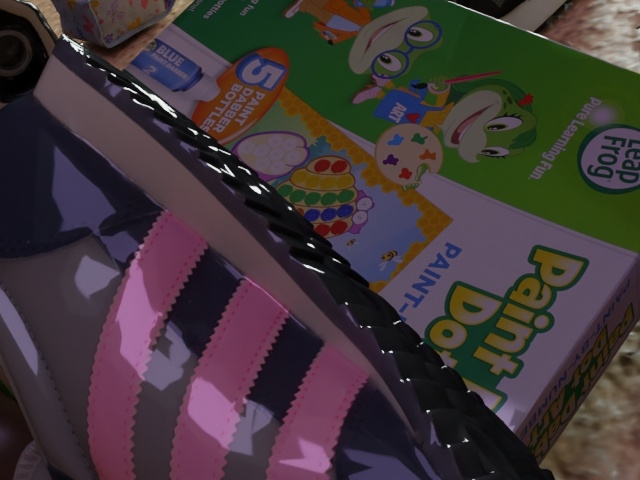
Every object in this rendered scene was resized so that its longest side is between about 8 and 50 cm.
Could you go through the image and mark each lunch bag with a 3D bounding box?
[{"bbox_3d":[-0.159,-0.191,0.993,0.083,0.053,0.071,-32,33,-27],"label":"lunch bag"}]

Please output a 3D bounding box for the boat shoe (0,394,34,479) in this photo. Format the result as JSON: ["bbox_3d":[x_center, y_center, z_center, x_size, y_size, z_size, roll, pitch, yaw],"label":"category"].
[{"bbox_3d":[-0.178,0.081,0.579,0.257,0.095,0.095,6,45,40],"label":"boat shoe"}]

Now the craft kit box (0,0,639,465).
[{"bbox_3d":[0.000,0.000,0.521,0.247,0.061,0.250,28,63,25],"label":"craft kit box"}]

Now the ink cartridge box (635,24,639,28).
[{"bbox_3d":[0.288,-0.139,0.590,0.189,0.097,0.255,-32,-1,-9],"label":"ink cartridge box"}]

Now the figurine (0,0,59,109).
[{"bbox_3d":[-0.312,-0.123,0.984,0.215,0.092,0.209,-31,25,-7],"label":"figurine"}]

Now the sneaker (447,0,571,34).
[{"bbox_3d":[0.074,-0.170,0.735,0.107,0.124,0.283,3,42,37],"label":"sneaker"}]

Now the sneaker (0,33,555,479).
[{"bbox_3d":[-0.019,0.075,0.388,0.131,0.112,0.319,-48,58,5],"label":"sneaker"}]
